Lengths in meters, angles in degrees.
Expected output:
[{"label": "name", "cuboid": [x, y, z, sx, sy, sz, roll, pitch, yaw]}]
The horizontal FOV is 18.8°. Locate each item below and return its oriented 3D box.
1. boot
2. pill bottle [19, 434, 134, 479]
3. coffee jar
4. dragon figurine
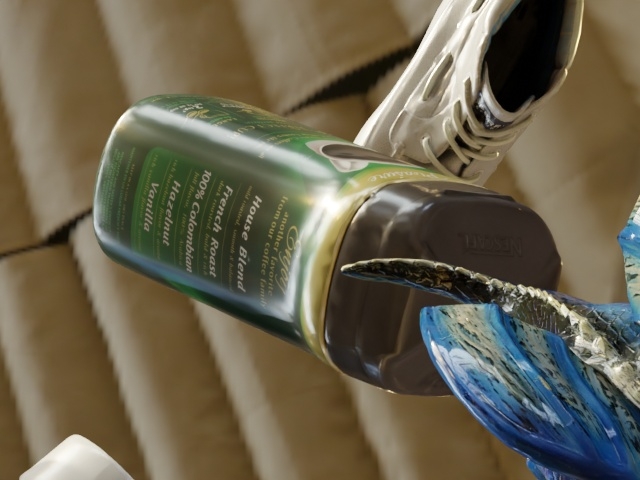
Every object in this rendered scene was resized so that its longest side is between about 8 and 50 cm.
[{"label": "boot", "cuboid": [0.093, -0.081, 1.316, 0.095, 0.123, 0.258, 26, -97, -15]}, {"label": "pill bottle", "cuboid": [-0.165, 0.199, 0.870, 0.229, 0.131, 0.131, -40, -115, -18]}, {"label": "coffee jar", "cuboid": [0.000, 0.000, 0.748, 0.184, 0.096, 0.079, 22, -76, 45]}, {"label": "dragon figurine", "cuboid": [0.083, 0.041, 0.500, 0.085, 0.144, 0.289, -32, -136, -3]}]
